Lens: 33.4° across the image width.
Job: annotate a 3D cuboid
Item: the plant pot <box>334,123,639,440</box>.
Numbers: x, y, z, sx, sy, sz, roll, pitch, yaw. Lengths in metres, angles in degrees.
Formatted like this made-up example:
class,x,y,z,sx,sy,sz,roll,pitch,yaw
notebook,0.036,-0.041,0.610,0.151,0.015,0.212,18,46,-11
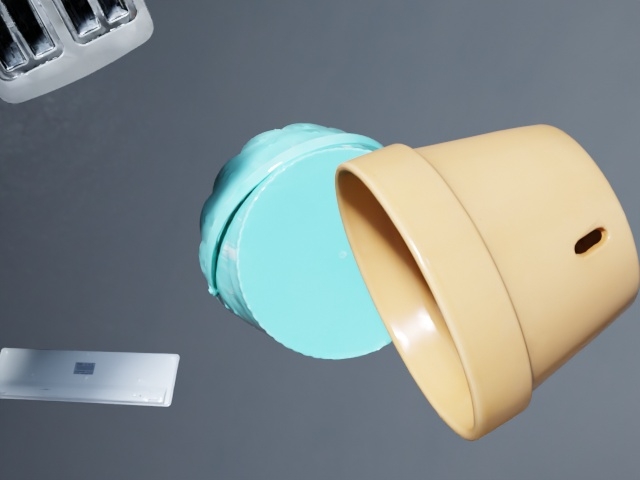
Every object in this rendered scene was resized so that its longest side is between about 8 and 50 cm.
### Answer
class,x,y,z,sx,sy,sz,roll,pitch,yaw
plant pot,0.165,0.018,1.029,0.291,0.203,0.291,62,170,19

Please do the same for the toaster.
class,x,y,z,sx,sy,sz,roll,pitch,yaw
toaster,-0.261,-0.232,0.982,0.110,0.168,0.186,58,172,46

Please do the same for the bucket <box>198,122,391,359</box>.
class,x,y,z,sx,sy,sz,roll,pitch,yaw
bucket,0.000,0.000,1.251,0.183,0.281,0.281,-150,79,-72

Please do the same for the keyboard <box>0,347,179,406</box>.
class,x,y,z,sx,sy,sz,roll,pitch,yaw
keyboard,-0.313,0.179,1.407,0.014,0.255,0.072,74,-159,-54
